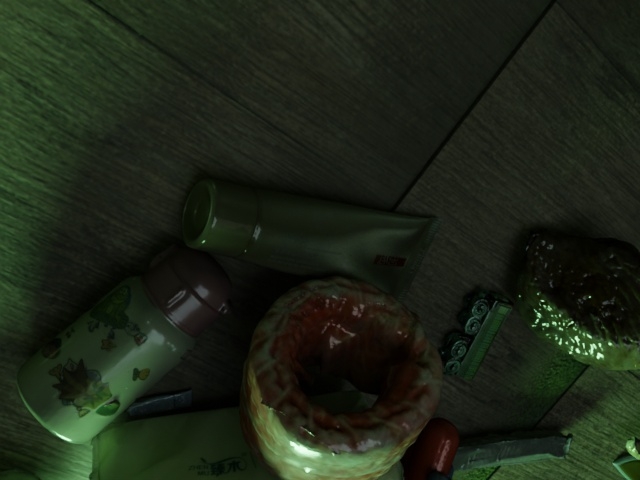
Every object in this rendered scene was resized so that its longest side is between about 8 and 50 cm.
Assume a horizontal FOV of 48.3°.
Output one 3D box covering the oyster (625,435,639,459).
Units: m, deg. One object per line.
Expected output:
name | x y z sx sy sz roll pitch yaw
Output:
oyster | 0.636 0.369 1.325 0.191 0.081 0.163 18 80 -30

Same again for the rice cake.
rice cake | 0.305 0.349 1.189 0.270 0.049 0.055 -1 93 -22

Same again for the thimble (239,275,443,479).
thimble | 0.018 0.170 0.853 0.239 0.239 0.162 -7 142 -19

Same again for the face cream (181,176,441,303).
face cream | 0.000 0.000 0.880 0.341 0.084 0.137 13 107 -34

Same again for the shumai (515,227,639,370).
shumai | 0.398 0.092 1.054 0.185 0.218 0.183 42 65 -71

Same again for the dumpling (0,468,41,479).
dumpling | -0.375 0.351 0.882 0.136 0.118 0.199 -10 140 -15

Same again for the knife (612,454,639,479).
knife | 0.679 0.489 1.423 0.343 0.027 0.061 34 103 -31

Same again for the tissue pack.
tissue pack | -0.105 0.378 0.942 0.381 0.207 0.297 -2 120 -21

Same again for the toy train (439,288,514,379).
toy train | 0.227 0.141 1.059 0.071 0.038 0.147 14 110 -27

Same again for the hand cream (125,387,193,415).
hand cream | -0.211 0.215 0.932 0.093 0.019 0.030 -4 118 -22

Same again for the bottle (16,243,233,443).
bottle | -0.214 0.109 0.821 0.253 0.120 0.120 -41 123 0

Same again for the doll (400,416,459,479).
doll | 0.131 0.403 1.081 0.130 0.161 0.290 24 85 -6
